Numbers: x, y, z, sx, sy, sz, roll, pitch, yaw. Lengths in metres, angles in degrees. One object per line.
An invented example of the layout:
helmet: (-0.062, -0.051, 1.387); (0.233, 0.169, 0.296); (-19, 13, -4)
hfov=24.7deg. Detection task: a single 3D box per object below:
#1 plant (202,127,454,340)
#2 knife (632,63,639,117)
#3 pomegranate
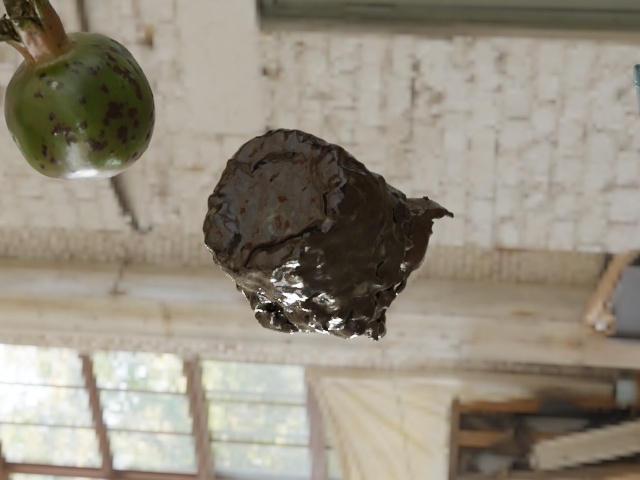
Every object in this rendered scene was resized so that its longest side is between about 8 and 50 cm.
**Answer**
plant: (0.000, 0.000, 1.462); (0.204, 0.178, 0.234); (-62, -33, -8)
knife: (0.253, -0.090, 1.130); (0.027, 0.010, 0.096); (-111, 11, -79)
pomegranate: (-0.361, -0.205, 2.063); (0.286, 0.231, 0.231); (46, -136, -55)
